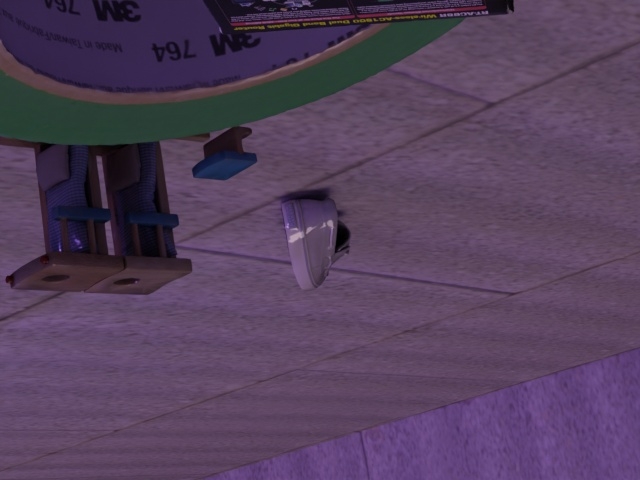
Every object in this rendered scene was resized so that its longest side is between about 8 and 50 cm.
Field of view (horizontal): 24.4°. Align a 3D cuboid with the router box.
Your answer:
[{"bbox_3d":[0.008,-0.117,0.558,0.122,0.038,0.092,-2,162,12],"label":"router box"}]

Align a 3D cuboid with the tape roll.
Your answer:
[{"bbox_3d":[-0.044,-0.153,0.638,0.321,0.077,0.321,-17,159,-7],"label":"tape roll"}]

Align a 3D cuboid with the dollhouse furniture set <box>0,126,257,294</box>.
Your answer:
[{"bbox_3d":[-0.139,-0.048,1.093,0.129,0.129,0.184,3,160,-40],"label":"dollhouse furniture set"}]

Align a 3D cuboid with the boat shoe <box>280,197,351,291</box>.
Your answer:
[{"bbox_3d":[0.000,0.000,1.494,0.063,0.066,0.184,-10,155,2],"label":"boat shoe"}]
